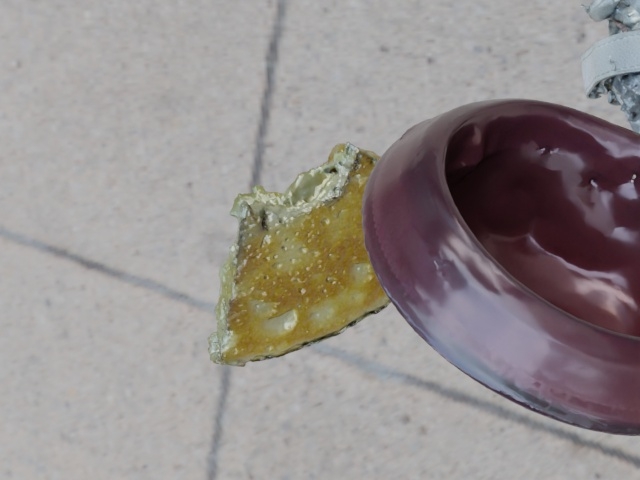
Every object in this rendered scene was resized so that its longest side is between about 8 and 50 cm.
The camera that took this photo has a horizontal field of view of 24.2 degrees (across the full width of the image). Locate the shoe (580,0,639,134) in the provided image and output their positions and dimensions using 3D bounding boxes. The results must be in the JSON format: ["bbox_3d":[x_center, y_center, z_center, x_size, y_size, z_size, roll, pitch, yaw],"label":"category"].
[{"bbox_3d":[0.319,-0.193,1.320,0.351,0.198,0.172,51,165,10],"label":"shoe"}]

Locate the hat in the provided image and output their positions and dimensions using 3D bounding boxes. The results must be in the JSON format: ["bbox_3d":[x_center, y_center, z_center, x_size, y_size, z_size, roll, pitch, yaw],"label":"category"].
[{"bbox_3d":[0.112,0.019,0.695,0.205,0.205,0.089,43,134,20],"label":"hat"}]

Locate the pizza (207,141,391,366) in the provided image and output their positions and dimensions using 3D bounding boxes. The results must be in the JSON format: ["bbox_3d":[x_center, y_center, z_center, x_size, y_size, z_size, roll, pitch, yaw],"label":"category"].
[{"bbox_3d":[0.000,0.000,1.574,0.089,0.323,0.223,52,169,51],"label":"pizza"}]
